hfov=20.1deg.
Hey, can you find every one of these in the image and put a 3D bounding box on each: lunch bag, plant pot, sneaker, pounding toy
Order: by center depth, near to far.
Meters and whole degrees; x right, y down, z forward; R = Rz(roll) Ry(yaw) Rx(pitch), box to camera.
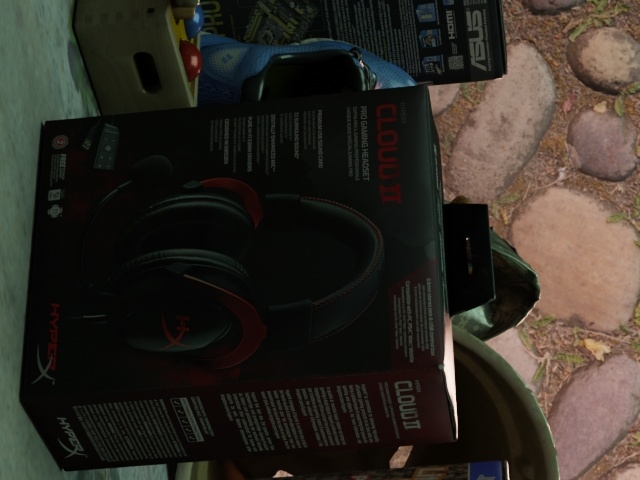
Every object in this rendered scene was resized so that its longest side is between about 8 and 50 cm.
[{"bbox_3d":[-0.126,-0.170,1.373,0.141,0.100,0.130,78,9,-49],"label":"pounding toy"},{"bbox_3d":[-0.003,-0.118,1.639,0.330,0.147,0.130,-5,106,-52],"label":"sneaker"},{"bbox_3d":[0.025,0.198,1.686,0.305,0.333,0.334,-127,-150,-79],"label":"plant pot"},{"bbox_3d":[0.090,0.032,2.079,0.235,0.287,0.169,-129,-150,-70],"label":"lunch bag"}]

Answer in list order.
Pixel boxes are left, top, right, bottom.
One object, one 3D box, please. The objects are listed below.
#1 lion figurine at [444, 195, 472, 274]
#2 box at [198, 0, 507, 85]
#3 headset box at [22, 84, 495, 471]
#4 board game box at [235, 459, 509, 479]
[{"bbox_3d":[0.000,0.000,1.744,0.240,0.392,0.142,2,83,-46],"label":"lion figurine"},{"bbox_3d":[0.007,-0.329,1.726,0.097,0.318,0.395,-88,170,-58],"label":"box"},{"bbox_3d":[-0.033,0.023,1.182,0.110,0.293,0.218,76,12,-57],"label":"headset box"},{"bbox_3d":[-0.003,0.293,1.253,0.141,0.291,0.232,-65,149,-78],"label":"board game box"}]
